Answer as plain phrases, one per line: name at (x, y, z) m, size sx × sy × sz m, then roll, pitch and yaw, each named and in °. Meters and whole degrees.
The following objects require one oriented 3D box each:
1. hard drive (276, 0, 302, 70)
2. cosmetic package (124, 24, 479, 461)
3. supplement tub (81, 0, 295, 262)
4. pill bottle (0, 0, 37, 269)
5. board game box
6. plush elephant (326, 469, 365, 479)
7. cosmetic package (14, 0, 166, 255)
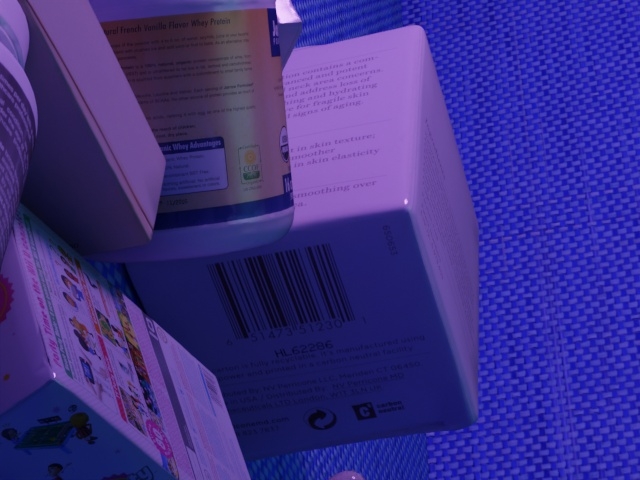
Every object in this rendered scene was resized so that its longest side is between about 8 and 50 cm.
hard drive at (-0.127, -0.276, 1.633) m, size 0.307 × 0.040 × 0.203 m, roll 63°, pitch -36°, yaw 28°
cosmetic package at (0.000, 0.000, 1.797) m, size 0.393 × 0.329 × 0.327 m, roll -81°, pitch 156°, yaw -52°
supplement tub at (-0.148, -0.149, 1.446) m, size 0.228 × 0.228 × 0.316 m, roll -35°, pitch 121°, yaw -75°
pill bottle at (-0.283, -0.046, 0.980) m, size 0.318 × 0.176 × 0.176 m, roll -86°, pitch 161°, yaw -45°
board game box at (-0.174, 0.134, 1.193) m, size 0.303 × 0.097 × 0.224 m, roll 50°, pitch 10°, yaw -42°
plush elephant at (-0.046, 0.333, 1.513) m, size 0.272 × 0.255 × 0.330 m, roll 60°, pitch 24°, yaw -56°
cosmetic package at (-0.254, -0.127, 1.204) m, size 0.113 × 0.160 × 0.309 m, roll -86°, pitch 160°, yaw -44°
